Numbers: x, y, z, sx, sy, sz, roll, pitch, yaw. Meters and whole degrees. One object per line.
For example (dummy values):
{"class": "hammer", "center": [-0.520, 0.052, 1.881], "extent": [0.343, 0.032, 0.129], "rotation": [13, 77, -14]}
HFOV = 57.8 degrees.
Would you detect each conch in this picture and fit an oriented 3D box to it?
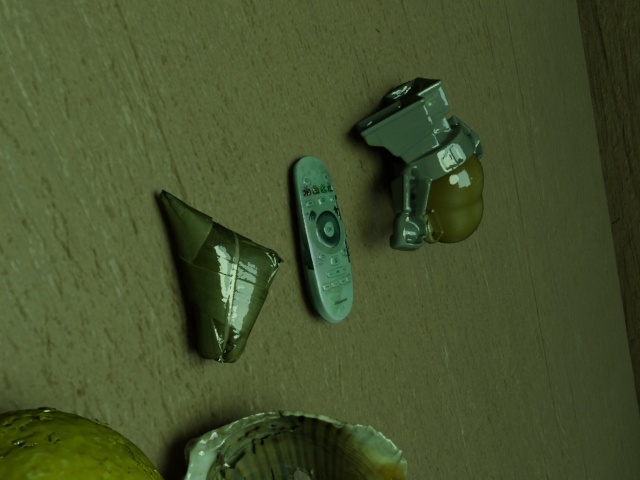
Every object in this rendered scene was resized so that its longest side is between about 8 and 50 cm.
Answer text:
{"class": "conch", "center": [-0.053, 0.327, 0.695], "extent": [0.324, 0.186, 0.263], "rotation": [-22, 94, -22]}

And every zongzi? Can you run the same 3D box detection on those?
{"class": "zongzi", "center": [-0.143, 0.050, 0.688], "extent": [0.176, 0.078, 0.160], "rotation": [33, 64, -33]}

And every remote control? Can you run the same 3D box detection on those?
{"class": "remote control", "center": [0.001, -0.001, 0.881], "extent": [0.097, 0.045, 0.256], "rotation": [-11, 94, -51]}

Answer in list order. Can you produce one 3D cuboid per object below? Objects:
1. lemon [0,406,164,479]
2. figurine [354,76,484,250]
{"class": "lemon", "center": [-0.224, 0.276, 0.439], "extent": [0.258, 0.258, 0.310], "rotation": [-37, 113, -44]}
{"class": "figurine", "center": [0.197, -0.124, 1.024], "extent": [0.342, 0.167, 0.285], "rotation": [-41, 112, -19]}
